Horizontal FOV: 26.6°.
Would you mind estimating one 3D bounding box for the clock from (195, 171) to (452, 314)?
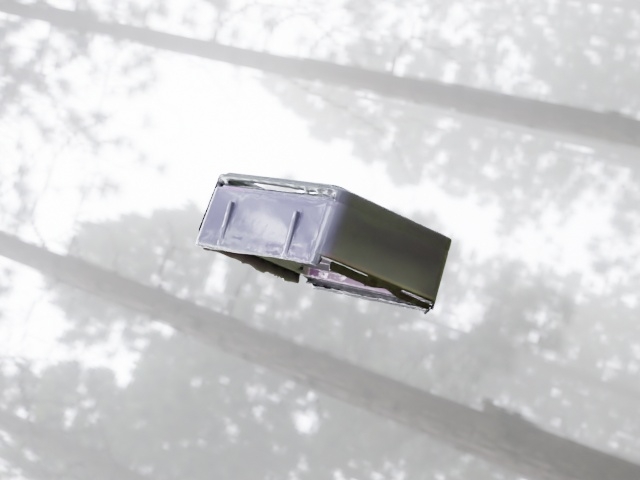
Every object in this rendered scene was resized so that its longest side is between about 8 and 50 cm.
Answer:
[{"bbox_3d":[-0.001,0.000,1.185,0.144,0.193,0.073,24,-99,-38],"label":"clock"}]
